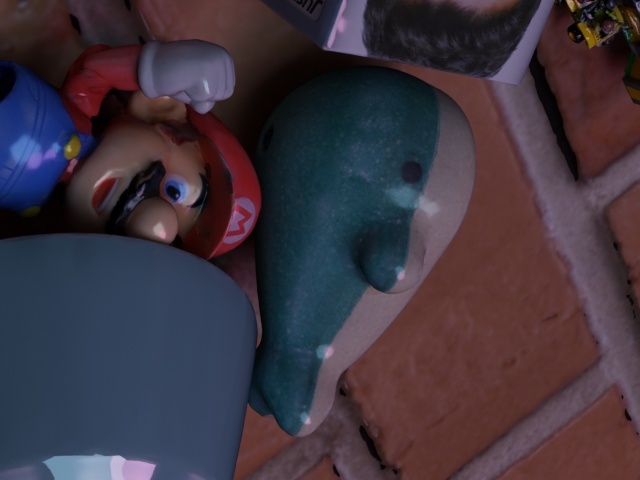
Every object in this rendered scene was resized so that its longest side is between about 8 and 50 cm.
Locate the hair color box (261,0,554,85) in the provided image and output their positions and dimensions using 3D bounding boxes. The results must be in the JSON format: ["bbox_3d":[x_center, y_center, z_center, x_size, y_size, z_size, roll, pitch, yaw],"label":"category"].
[{"bbox_3d":[0.111,-0.307,1.334,0.185,0.113,0.374,6,115,-36],"label":"hair color box"}]

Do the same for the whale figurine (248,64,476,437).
[{"bbox_3d":[0.000,0.000,1.400,0.141,0.216,0.272,25,90,-21],"label":"whale figurine"}]

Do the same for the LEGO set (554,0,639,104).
[{"bbox_3d":[0.359,-0.225,1.468,0.331,0.192,0.255,-27,115,-12],"label":"LEGO set"}]

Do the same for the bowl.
[{"bbox_3d":[-0.180,0.147,1.303,0.311,0.163,0.311,-10,147,-7],"label":"bowl"}]

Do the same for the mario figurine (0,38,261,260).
[{"bbox_3d":[-0.172,-0.050,1.257,0.320,0.198,0.170,17,65,-32],"label":"mario figurine"}]
